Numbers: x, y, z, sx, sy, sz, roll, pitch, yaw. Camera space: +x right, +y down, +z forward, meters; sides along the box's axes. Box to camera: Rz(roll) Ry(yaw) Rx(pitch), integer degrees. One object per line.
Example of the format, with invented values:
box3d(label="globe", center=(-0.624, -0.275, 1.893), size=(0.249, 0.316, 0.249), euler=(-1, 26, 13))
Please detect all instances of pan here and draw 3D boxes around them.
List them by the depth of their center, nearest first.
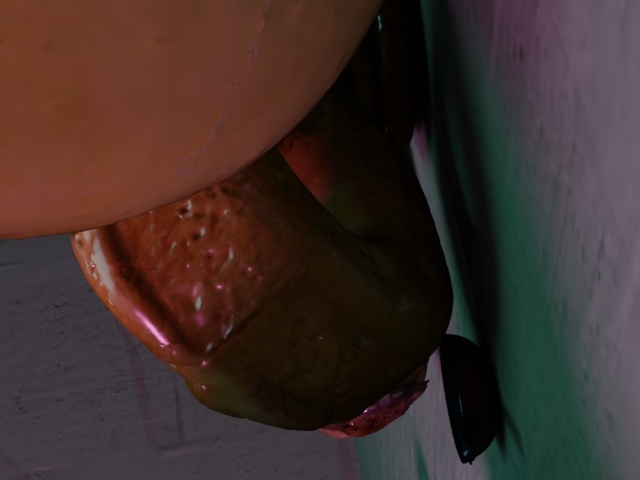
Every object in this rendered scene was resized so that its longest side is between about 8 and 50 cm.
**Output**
box3d(label="pan", center=(0.078, 0.087, 0.824), size=(0.115, 0.023, 0.068), euler=(-96, -2, -74))

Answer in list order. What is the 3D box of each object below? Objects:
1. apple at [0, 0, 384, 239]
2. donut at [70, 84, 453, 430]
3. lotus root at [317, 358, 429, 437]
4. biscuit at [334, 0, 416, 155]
box3d(label="apple", center=(-0.167, -0.221, 0.609), size=(0.473, 0.473, 0.474), euler=(171, 90, -88))
box3d(label="donut", center=(-0.031, -0.008, 0.831), size=(0.226, 0.114, 0.226), euler=(41, -155, -24))
box3d(label="lotus root", center=(0.005, 0.008, 1.100), size=(0.145, 0.128, 0.260), euler=(110, 148, -57))
box3d(label="biscuit", center=(0.014, -0.152, 0.983), size=(0.220, 0.066, 0.220), euler=(174, 90, -89))
